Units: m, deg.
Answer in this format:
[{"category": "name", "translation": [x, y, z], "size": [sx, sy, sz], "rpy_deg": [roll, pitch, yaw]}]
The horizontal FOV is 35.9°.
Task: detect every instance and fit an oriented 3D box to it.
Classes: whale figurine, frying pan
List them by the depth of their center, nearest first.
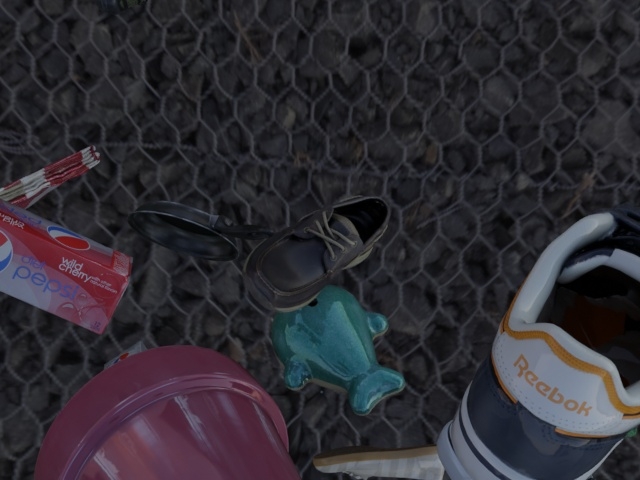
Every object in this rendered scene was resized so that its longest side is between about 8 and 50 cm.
[{"category": "frying pan", "translation": [-0.205, -0.030, 1.604], "size": [0.197, 0.326, 0.053], "rpy_deg": [22, 70, -15]}, {"category": "whale figurine", "translation": [0.026, 0.178, 1.698], "size": [0.216, 0.141, 0.272], "rpy_deg": [-30, 44, -17]}]

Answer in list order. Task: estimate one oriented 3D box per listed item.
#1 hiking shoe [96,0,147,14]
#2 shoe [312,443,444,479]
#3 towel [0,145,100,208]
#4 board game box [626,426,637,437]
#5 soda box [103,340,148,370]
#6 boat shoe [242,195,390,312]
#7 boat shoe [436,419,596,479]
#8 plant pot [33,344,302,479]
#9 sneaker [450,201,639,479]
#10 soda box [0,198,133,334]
[{"category": "hiking shoe", "translation": [-0.224, -0.386, 1.405], "size": [0.114, 0.086, 0.227], "rpy_deg": [18, 46, 23]}, {"category": "shoe", "translation": [0.095, 0.367, 1.610], "size": [0.218, 0.076, 0.058], "rpy_deg": [-5, 87, 10]}, {"category": "towel", "translation": [-0.504, -0.035, 1.499], "size": [0.237, 0.329, 0.037], "rpy_deg": [-26, 98, 39]}, {"category": "board game box", "translation": [0.397, 0.178, 1.421], "size": [0.136, 0.030, 0.260], "rpy_deg": [-11, 113, -14]}, {"category": "soda box", "translation": [-0.305, 0.342, 1.920], "size": [0.091, 0.098, 0.286], "rpy_deg": [-33, 104, -4]}, {"category": "boat shoe", "translation": [0.000, 0.000, 1.644], "size": [0.132, 0.355, 0.130], "rpy_deg": [45, 126, 6]}, {"category": "boat shoe", "translation": [0.293, 0.307, 1.201], "size": [0.335, 0.119, 0.121], "rpy_deg": [36, 41, 26]}, {"category": "plant pot", "translation": [-0.089, 0.205, 0.732], "size": [0.201, 0.180, 0.201], "rpy_deg": [-15, 120, -28]}, {"category": "sneaker", "translation": [0.208, 0.041, 0.655], "size": [0.126, 0.128, 0.321], "rpy_deg": [34, 42, 15]}, {"category": "soda box", "translation": [-0.377, 0.019, 1.259], "size": [0.263, 0.083, 0.092], "rpy_deg": [26, 102, -15]}]
